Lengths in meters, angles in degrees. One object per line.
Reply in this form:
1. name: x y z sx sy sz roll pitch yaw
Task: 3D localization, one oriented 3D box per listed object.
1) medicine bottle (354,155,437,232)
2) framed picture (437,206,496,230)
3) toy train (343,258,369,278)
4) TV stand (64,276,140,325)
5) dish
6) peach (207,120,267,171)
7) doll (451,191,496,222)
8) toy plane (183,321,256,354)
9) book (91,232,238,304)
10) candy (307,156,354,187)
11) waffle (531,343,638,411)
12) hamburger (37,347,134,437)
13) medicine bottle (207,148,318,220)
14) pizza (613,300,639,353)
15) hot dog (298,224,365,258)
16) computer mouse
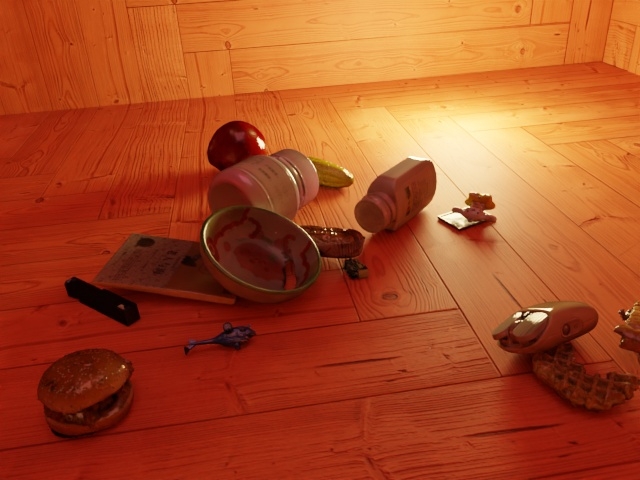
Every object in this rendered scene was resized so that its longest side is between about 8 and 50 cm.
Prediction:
1. medicine bottle: 0.238 -0.136 1.822 0.124 0.179 0.324 18 36 31
2. framed picture: 0.464 -0.072 1.858 0.149 0.011 0.109 -17 32 -23
3. toy train: 0.096 0.075 1.607 0.053 0.033 0.083 -7 28 -16
4. TV stand: -0.570 0.154 1.516 0.257 0.048 0.040 17 36 32
5. dish: -0.168 0.058 1.534 0.325 0.124 0.324 17 37 -13
6. peach: -0.323 -0.351 2.250 0.244 0.199 0.243 -8 36 6
7. doll: 0.481 -0.095 1.835 0.136 0.071 0.113 -3 47 13
8. toy plane: -0.230 0.230 1.349 0.167 0.054 0.062 -8 55 -10
9. book: -0.390 0.071 1.617 0.390 0.032 0.269 7 30 3
10. candy: 0.029 -0.240 2.126 0.199 0.094 0.106 16 28 20
11. waffle: 0.527 0.275 1.185 0.149 0.051 0.194 -14 25 -19
12. hamburger: -0.467 0.295 1.185 0.191 0.117 0.182 -23 37 -39
13. medicine bottle: -0.170 -0.149 1.822 0.241 0.241 0.302 17 35 32
14. pizza: 0.716 0.198 1.289 0.154 0.069 0.194 5 23 15
15. hot dog: 0.000 0.000 1.682 0.268 0.075 0.144 1 18 22
16. computer mouse: 0.494 0.182 1.279 0.237 0.081 0.145 -13 0 -23
